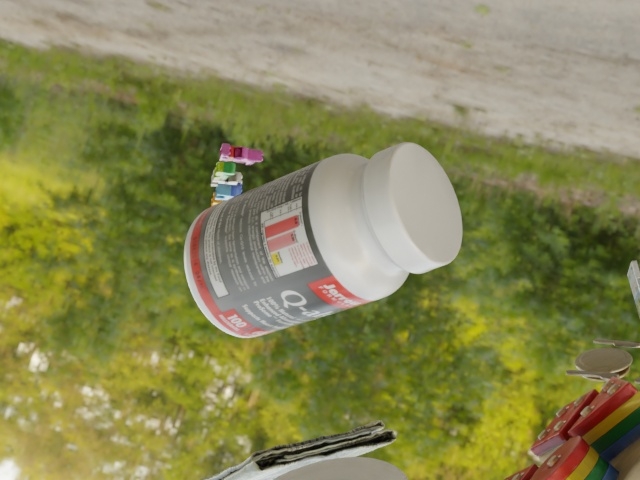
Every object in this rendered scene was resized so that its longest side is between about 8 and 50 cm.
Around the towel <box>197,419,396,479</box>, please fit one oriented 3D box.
[{"bbox_3d":[-0.054,0.416,1.921,0.312,0.056,0.324,-4,162,-31],"label":"towel"}]

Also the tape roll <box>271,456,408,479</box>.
[{"bbox_3d":[0.008,0.429,1.443,0.286,0.100,0.286,-15,-165,4],"label":"tape roll"}]

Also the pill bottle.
[{"bbox_3d":[0.000,0.000,1.410,0.363,0.210,0.210,-20,151,35],"label":"pill bottle"}]

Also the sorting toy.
[{"bbox_3d":[0.330,0.273,1.254,0.089,0.257,0.255,45,151,7],"label":"sorting toy"}]

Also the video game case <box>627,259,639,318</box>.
[{"bbox_3d":[0.568,0.104,1.774,0.011,0.122,0.087,-13,160,8],"label":"video game case"}]

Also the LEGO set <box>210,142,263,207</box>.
[{"bbox_3d":[-0.137,-0.093,1.735,0.093,0.087,0.227,5,170,-10],"label":"LEGO set"}]

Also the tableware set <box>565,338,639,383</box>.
[{"bbox_3d":[0.480,0.198,1.507,0.194,0.039,0.128,2,-158,38],"label":"tableware set"}]
